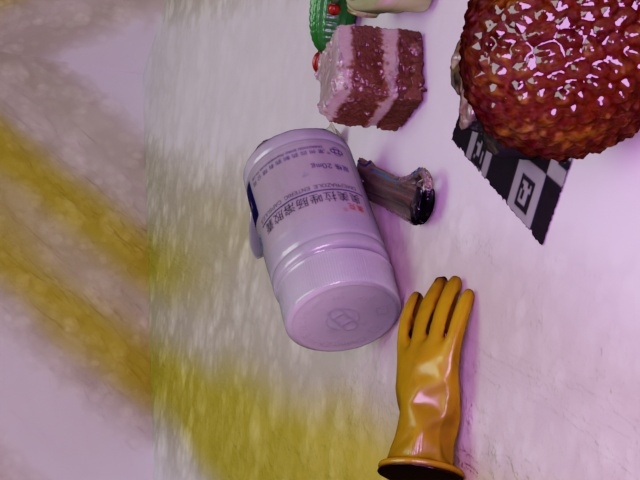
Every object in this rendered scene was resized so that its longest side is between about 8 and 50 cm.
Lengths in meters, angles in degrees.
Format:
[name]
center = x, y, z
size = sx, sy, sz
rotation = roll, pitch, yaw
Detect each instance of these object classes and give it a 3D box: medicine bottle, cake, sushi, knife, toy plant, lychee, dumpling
[medicine bottle]
center = 0.000, 0.000, 2.205
size = 0.190, 0.190, 0.332
rotation = 115, 147, -44
[cake]
center = 0.077, -0.261, 2.190
size = 0.134, 0.147, 0.135
rotation = 131, 144, -59
[sushi]
center = 0.221, -0.207, 1.795
size = 0.373, 0.100, 0.296
rotation = -118, 39, -61
[knife]
center = 0.117, -0.084, 2.176
size = 0.365, 0.043, 0.089
rotation = -150, 68, -73
[toy plant]
center = 0.022, -0.413, 2.529
size = 0.154, 0.088, 0.240
rotation = -87, 3, -55
[lychee]
center = 0.267, -0.204, 1.460
size = 0.271, 0.236, 0.236
rotation = -17, 65, 44
[dumpling]
center = 0.020, -0.172, 2.507
size = 0.077, 0.043, 0.059
rotation = -52, 49, 30

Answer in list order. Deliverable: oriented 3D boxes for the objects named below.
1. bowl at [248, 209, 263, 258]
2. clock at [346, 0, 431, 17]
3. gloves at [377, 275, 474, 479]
[bowl]
center = -0.073, -0.054, 2.673
size = 0.189, 0.086, 0.189
rotation = -173, 90, -70
[clock]
center = 0.108, -0.478, 2.264
size = 0.308, 0.096, 0.235
rotation = -173, 89, -72
[gloves]
center = 0.156, 0.181, 1.890
size = 0.133, 0.116, 0.294
rotation = -13, 59, 42
